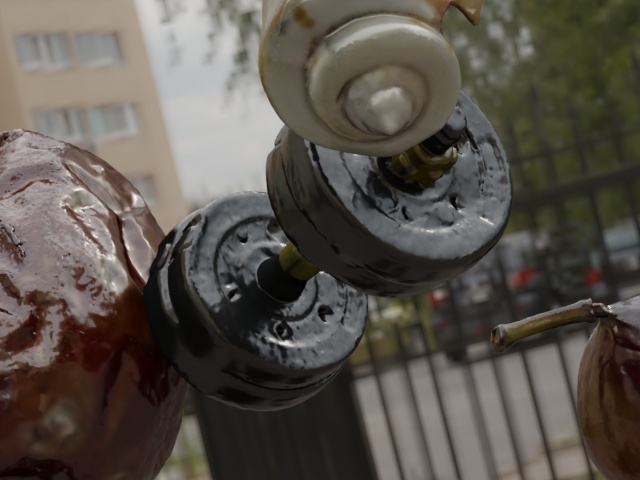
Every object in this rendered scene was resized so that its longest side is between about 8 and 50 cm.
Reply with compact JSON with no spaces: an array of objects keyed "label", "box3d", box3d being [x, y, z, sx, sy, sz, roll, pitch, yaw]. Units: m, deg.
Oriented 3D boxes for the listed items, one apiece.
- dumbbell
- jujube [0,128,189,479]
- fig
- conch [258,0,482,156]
[{"label":"dumbbell","box3d":[0.000,0.000,1.543,0.185,0.185,0.388,-13,-20,-37]},{"label":"jujube","box3d":[-0.248,0.079,1.709,0.276,0.377,0.276,-12,-44,-12]},{"label":"fig","box3d":[0.305,0.110,1.774,0.203,0.249,0.186,-22,21,45]},{"label":"conch","box3d":[0.009,-0.166,1.335,0.127,0.255,0.158,11,-52,-42]}]
